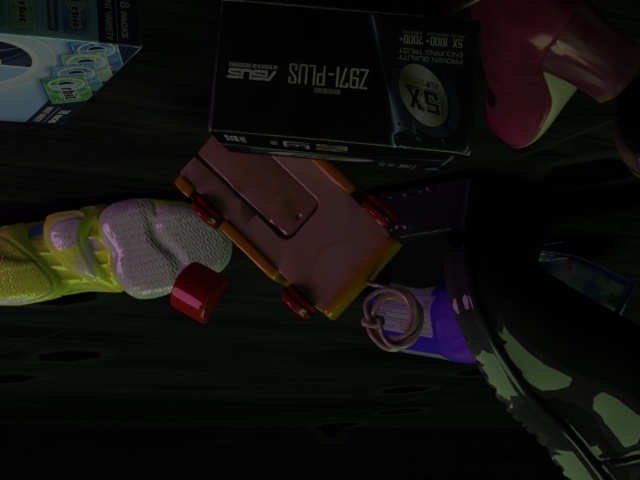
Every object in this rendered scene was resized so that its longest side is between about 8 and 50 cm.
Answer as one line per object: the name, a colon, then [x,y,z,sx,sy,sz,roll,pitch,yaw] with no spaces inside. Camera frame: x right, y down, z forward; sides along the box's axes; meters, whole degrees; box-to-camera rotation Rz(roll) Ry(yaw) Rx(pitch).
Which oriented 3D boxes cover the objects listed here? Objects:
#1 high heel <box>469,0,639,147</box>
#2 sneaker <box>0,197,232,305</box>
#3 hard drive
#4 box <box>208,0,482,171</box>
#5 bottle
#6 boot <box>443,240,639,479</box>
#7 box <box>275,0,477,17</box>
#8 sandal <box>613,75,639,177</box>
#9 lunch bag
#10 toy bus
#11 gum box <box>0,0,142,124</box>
high heel: [0.121,-0.125,1.028,0.117,0.082,0.244,34,178,-6]
sneaker: [-0.203,0.006,1.444,0.240,0.091,0.126,-4,-175,-6]
hard drive: [0.115,-0.001,1.535,0.172,0.054,0.254,-10,166,22]
box: [0.014,-0.089,0.946,0.147,0.077,0.180,6,180,0]
bottle: [0.163,0.082,1.685,0.118,0.092,0.283,-12,-173,-26]
boot: [0.381,0.049,1.423,0.445,0.146,0.367,-25,129,20]
box: [0.009,-0.163,0.844,0.207,0.036,0.114,5,164,-36]
sandal: [0.270,-0.074,0.997,0.120,0.086,0.303,-3,-168,25]
lunch bag: [0.261,0.056,1.753,0.151,0.096,0.129,24,168,6]
toy bus: [-0.004,-0.012,1.147,0.191,0.202,0.104,-3,169,19]
gum box: [-0.222,-0.116,0.957,0.184,0.041,0.157,1,165,-27]
